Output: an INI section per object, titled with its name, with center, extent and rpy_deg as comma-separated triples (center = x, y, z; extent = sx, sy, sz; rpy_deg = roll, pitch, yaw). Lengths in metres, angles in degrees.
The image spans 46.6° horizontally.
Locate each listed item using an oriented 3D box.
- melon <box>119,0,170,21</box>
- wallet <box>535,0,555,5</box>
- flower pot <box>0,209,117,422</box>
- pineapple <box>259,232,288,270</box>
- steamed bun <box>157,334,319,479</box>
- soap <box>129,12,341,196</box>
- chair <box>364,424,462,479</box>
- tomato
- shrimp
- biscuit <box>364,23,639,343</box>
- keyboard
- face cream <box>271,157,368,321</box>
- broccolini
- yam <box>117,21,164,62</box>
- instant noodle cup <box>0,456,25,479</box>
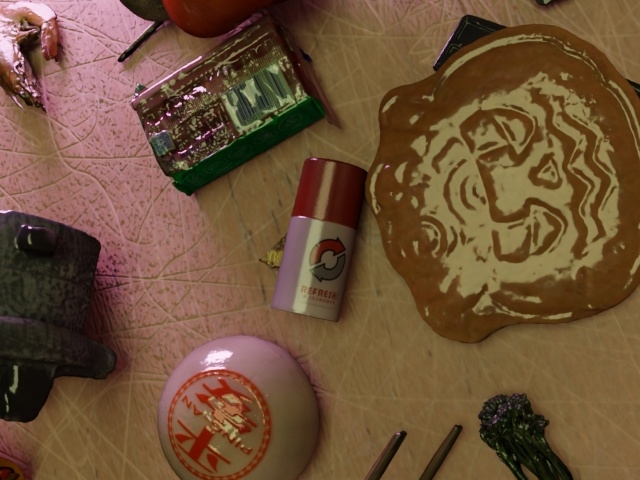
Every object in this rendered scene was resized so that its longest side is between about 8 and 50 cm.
[melon]
center = -0.275, -0.417, 1.198
extent = 0.167, 0.114, 0.114
rpy_deg = 42, 96, 28
[wallet]
center = 0.370, -0.439, 1.001
extent = 0.245, 0.052, 0.168
rpy_deg = -29, 72, 18
[flower pot]
center = -0.445, 0.120, 1.092
extent = 0.299, 0.299, 0.282
rpy_deg = 0, 72, 20
[pineapple]
center = -0.048, 0.017, 1.091
extent = 0.083, 0.019, 0.045
rpy_deg = -44, 63, 9
[steamed bun]
center = -0.122, 0.243, 1.010
extent = 0.232, 0.145, 0.231
rpy_deg = -4, 79, 20
[soap]
center = -0.134, -0.199, 1.117
extent = 0.273, 0.098, 0.217
rpy_deg = -29, 72, 14
[chair]
center = 0.113, 0.371, 0.871
extent = 0.166, 0.188, 0.272
rpy_deg = 36, 101, 34
[tomato]
center = -0.122, -0.408, 1.071
extent = 0.260, 0.259, 0.179
rpy_deg = -18, 109, 17
[shrimp]
center = -0.517, -0.324, 1.302
extent = 0.150, 0.068, 0.248
rpy_deg = -26, 68, 9
[biscuit]
center = 0.239, -0.075, 0.958
extent = 0.365, 0.062, 0.384
rpy_deg = -19, 80, 17
[keyboard]
center = 0.246, -0.244, 1.022
extent = 0.381, 0.041, 0.103
rpy_deg = 31, 92, 16
[face cream]
center = 0.000, 0.000, 1.033
extent = 0.096, 0.096, 0.214
rpy_deg = 10, 84, 22
[broccolini]
center = 0.271, 0.278, 0.920
extent = 0.091, 0.068, 0.202
rpy_deg = -35, 86, 25
[yam]
center = -0.302, -0.336, 1.248
extent = 0.107, 0.014, 0.014
rpy_deg = -41, 70, 10
[instant noodle cup]
center = -0.594, 0.383, 1.138
extent = 0.172, 0.216, 0.215
rpy_deg = 27, 91, 31
